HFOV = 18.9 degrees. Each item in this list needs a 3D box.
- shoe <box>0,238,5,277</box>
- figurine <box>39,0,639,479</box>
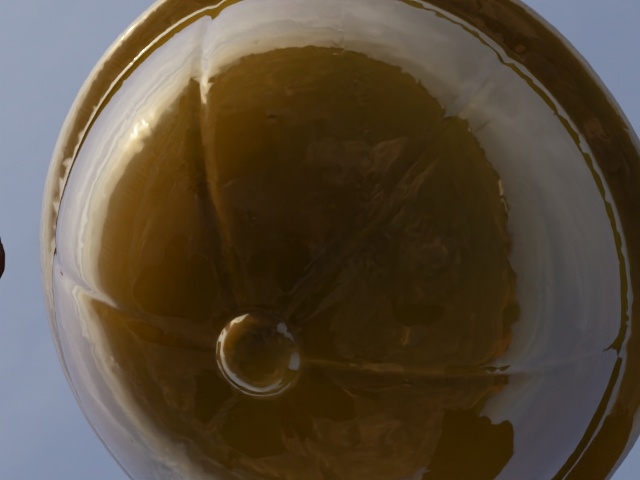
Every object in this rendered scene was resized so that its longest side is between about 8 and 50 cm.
[{"bbox_3d":[-0.126,0.009,0.442,0.069,0.109,0.072,-35,-128,20],"label":"shoe"},{"bbox_3d":[-0.005,0.002,0.599,0.167,0.257,0.192,-20,-76,-9],"label":"figurine"}]
